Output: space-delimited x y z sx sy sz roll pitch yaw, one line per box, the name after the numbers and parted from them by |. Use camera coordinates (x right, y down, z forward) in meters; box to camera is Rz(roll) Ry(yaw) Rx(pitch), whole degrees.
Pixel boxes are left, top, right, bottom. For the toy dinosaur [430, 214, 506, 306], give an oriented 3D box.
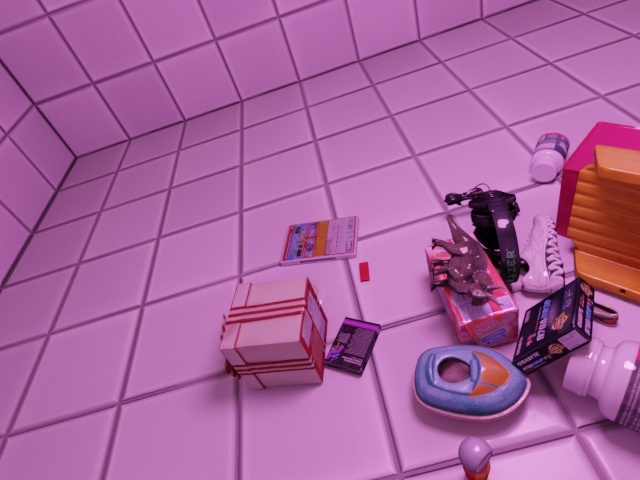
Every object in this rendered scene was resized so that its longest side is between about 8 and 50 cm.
0.371 0.064 1.124 0.160 0.121 0.314 3 41 11 | toy dinosaur

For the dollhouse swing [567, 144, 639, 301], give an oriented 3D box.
0.713 0.017 1.015 0.305 0.347 0.315 -37 42 -29 | dollhouse swing

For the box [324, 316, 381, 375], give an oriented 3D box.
0.094 0.303 1.243 0.116 0.029 0.162 8 48 30 | box

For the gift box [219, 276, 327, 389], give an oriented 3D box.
-0.139 0.246 1.224 0.258 0.276 0.255 -10 37 15 | gift box

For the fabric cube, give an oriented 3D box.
0.863 -0.147 1.228 0.254 0.258 0.259 -42 45 -23 | fabric cube

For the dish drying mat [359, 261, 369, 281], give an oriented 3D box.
0.148 0.105 1.447 0.032 0.008 0.083 -11 41 11 | dish drying mat

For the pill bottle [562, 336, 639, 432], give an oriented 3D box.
0.686 0.312 0.873 0.318 0.176 0.176 19 55 36 | pill bottle

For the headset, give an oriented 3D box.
0.489 -0.042 1.289 0.185 0.244 0.394 -9 37 13 | headset

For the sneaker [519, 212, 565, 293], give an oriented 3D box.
0.635 0.031 1.256 0.118 0.110 0.292 -8 42 28 | sneaker

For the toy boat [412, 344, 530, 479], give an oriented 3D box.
0.343 0.370 0.976 0.267 0.148 0.318 -6 43 17 | toy boat

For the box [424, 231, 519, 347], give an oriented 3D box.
0.411 0.139 1.197 0.154 0.142 0.300 -17 41 5 | box

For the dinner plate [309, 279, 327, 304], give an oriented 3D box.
-0.048 0.184 1.439 0.141 0.017 0.141 -12 43 12 | dinner plate

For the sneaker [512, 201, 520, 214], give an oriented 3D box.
0.615 -0.092 1.422 0.084 0.058 0.152 -7 36 28 | sneaker

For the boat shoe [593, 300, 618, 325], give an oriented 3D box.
0.699 0.173 1.117 0.049 0.043 0.137 -42 44 -19 | boat shoe

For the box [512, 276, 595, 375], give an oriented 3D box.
0.552 0.198 1.014 0.051 0.175 0.220 43 41 7 | box

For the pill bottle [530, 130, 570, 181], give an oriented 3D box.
0.807 -0.293 1.519 0.107 0.108 0.180 12 52 32 | pill bottle

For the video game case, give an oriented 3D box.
0.000 0.000 1.607 0.285 0.025 0.204 -7 44 15 | video game case
